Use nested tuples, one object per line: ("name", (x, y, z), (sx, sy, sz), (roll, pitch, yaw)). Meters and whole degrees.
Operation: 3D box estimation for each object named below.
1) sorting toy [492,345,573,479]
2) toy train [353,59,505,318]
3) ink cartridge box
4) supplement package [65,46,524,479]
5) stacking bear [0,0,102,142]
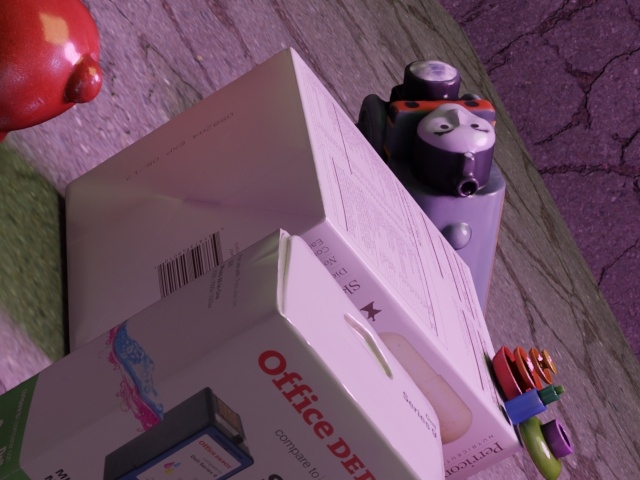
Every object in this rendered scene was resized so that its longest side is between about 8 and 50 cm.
("sorting toy", (0.156, 0.115, 1.130), (0.102, 0.042, 0.061), (67, 14, 17))
("toy train", (0.098, 0.006, 1.503), (0.190, 0.142, 0.334), (-114, -153, -56))
("ink cartridge box", (-0.061, 0.116, 0.852), (0.154, 0.212, 0.093), (52, 16, -24))
("supplement package", (-0.020, 0.052, 1.136), (0.263, 0.199, 0.198), (48, 19, -36))
("stacking bear", (-0.238, -0.209, 1.059), (0.289, 0.175, 0.164), (66, 13, -2))
